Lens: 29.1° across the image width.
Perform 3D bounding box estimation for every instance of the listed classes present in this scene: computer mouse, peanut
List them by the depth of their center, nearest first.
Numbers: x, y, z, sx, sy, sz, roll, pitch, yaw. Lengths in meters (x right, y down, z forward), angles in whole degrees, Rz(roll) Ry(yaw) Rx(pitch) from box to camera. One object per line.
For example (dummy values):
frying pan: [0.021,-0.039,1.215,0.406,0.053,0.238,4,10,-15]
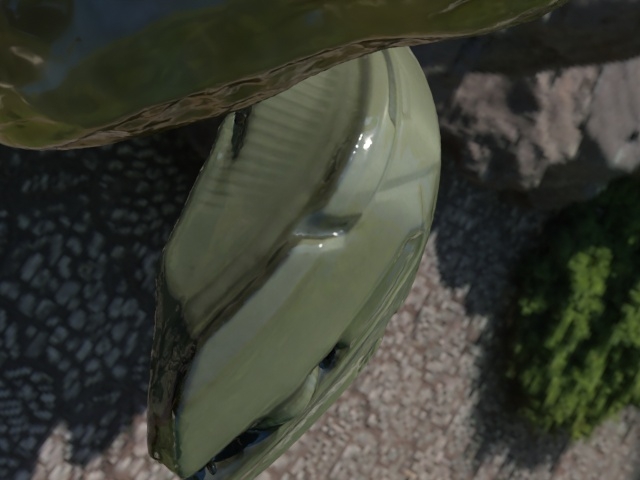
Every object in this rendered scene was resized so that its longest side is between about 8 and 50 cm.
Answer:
peanut: [-0.001,-0.121,0.436,0.313,0.149,0.149,-19,146,4]
computer mouse: [0.002,0.003,0.983,0.429,0.145,0.228,-66,155,-18]
